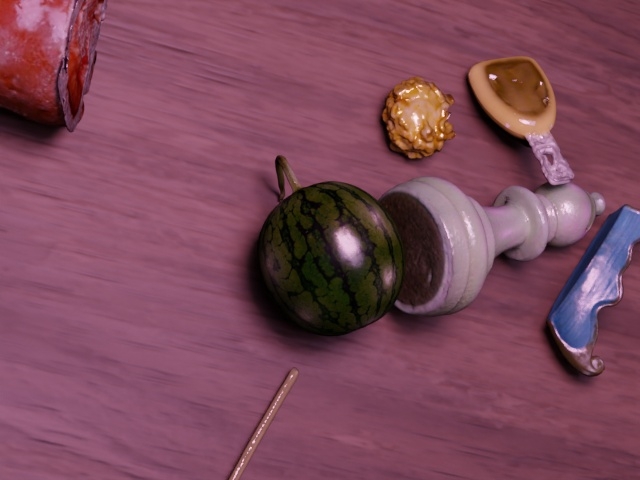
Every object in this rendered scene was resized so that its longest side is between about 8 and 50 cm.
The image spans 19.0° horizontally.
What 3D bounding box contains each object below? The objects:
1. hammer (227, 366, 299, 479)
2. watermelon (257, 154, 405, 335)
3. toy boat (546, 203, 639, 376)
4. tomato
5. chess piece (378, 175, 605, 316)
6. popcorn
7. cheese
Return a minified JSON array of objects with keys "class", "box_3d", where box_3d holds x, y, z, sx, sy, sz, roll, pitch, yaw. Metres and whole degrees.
[{"class":"hammer","box_3d":[-0.077,0.196,1.819,0.060,0.028,0.195,33,64,-6]},{"class":"watermelon","box_3d":[0.000,0.000,1.834,0.141,0.141,0.187,-28,85,-26]},{"class":"toy boat","box_3d":[0.299,0.051,1.981,0.077,0.075,0.185,35,69,-3]},{"class":"tomato","box_3d":[-0.280,-0.220,1.766,0.155,0.180,0.214,12,64,-1]},{"class":"chess piece","box_3d":[0.188,-0.015,1.936,0.272,0.139,0.139,-15,84,-36]},{"class":"popcorn","box_3d":[0.101,-0.126,1.951,0.083,0.057,0.082,-32,84,-23]},{"class":"cheese","box_3d":[0.215,-0.121,1.976,0.086,0.036,0.162,-7,56,-25]}]
